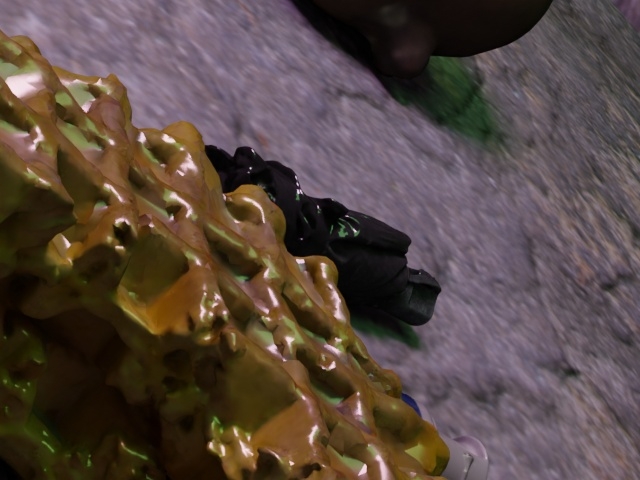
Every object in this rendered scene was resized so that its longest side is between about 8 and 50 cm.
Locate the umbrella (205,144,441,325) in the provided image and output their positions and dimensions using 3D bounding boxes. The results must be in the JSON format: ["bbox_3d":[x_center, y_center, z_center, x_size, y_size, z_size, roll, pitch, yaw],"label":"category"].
[{"bbox_3d":[0.000,0.000,1.168,0.066,0.059,0.235,9,-14,41],"label":"umbrella"}]

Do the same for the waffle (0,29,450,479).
[{"bbox_3d":[-0.084,0.061,0.759,0.324,0.151,0.261,49,15,-7],"label":"waffle"}]

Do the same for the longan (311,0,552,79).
[{"bbox_3d":[0.087,-0.287,1.616,0.300,0.300,0.243,37,-18,-28],"label":"longan"}]

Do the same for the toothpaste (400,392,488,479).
[{"bbox_3d":[-0.022,0.085,0.988,0.266,0.061,0.096,28,29,-30],"label":"toothpaste"}]
